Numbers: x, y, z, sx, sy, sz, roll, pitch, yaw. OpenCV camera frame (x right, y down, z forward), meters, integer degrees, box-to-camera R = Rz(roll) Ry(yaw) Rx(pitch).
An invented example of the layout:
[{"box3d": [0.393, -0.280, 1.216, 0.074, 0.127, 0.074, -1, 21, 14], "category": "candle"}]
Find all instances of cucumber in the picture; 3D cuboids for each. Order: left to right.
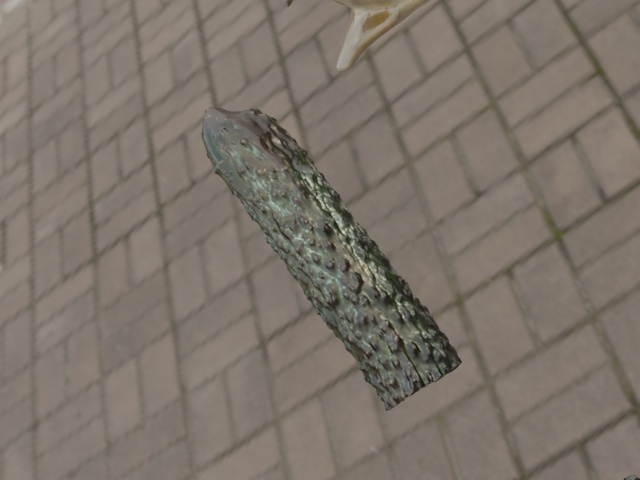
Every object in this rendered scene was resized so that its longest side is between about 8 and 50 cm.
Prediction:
[{"box3d": [0.000, 0.000, 1.311, 0.096, 0.096, 0.359, -37, 81, 13], "category": "cucumber"}]

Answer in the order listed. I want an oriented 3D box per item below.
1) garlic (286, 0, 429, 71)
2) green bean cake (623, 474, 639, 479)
[{"box3d": [-0.060, -0.254, 0.670, 0.286, 0.313, 0.249, -25, 43, 54], "category": "garlic"}, {"box3d": [0.288, 0.271, 0.729, 0.218, 0.335, 0.319, -58, -4, -44], "category": "green bean cake"}]
